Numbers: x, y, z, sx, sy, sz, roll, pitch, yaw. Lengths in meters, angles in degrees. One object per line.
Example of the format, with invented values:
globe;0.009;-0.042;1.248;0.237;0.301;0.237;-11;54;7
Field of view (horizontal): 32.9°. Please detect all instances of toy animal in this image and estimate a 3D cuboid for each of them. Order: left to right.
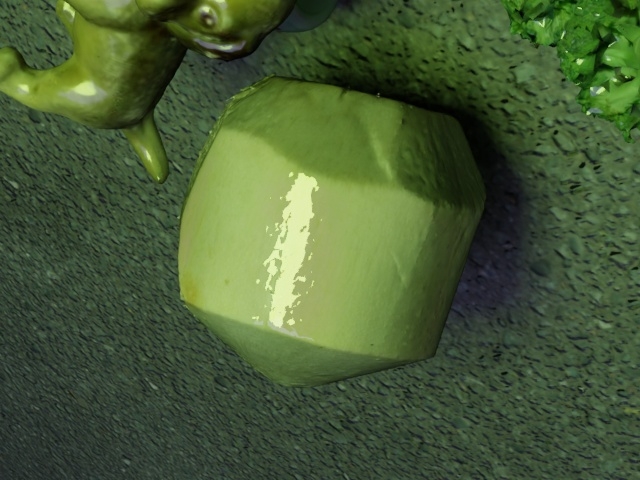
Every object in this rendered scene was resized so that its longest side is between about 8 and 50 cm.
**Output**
toy animal;-0.120;-0.152;0.694;0.168;0.121;0.233;40;138;-5

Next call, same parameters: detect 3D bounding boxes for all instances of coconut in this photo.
coconut;0.001;0.001;0.777;0.241;0.241;0.241;23;140;21

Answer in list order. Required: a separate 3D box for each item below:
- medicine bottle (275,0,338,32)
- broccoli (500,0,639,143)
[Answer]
medicine bottle;-0.093;-0.203;0.780;0.216;0.090;0.090;12;136;31
broccoli;0.178;-0.157;0.459;0.269;0.270;0.270;6;113;15
